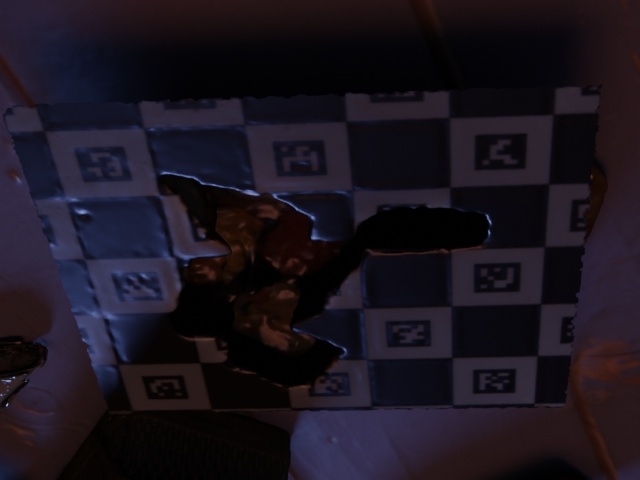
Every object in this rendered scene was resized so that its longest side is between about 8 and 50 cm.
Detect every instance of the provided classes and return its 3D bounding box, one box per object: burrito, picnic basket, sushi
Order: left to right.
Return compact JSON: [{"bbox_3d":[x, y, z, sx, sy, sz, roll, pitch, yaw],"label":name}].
[{"bbox_3d":[-0.277,0.124,1.196,0.055,0.041,0.149,14,136,-34],"label":"burrito"},{"bbox_3d":[-0.144,0.261,1.273,0.165,0.139,0.266,20,136,-19],"label":"picnic basket"},{"bbox_3d":[0.000,0.000,1.023,0.359,0.064,0.343,-1,140,5],"label":"sushi"}]

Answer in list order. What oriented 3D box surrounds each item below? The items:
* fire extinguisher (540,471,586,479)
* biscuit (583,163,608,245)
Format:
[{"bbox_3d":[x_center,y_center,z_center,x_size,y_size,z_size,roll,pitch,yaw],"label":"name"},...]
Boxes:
[{"bbox_3d":[0.092,0.299,1.353,0.344,0.102,0.138,-28,99,31],"label":"fire extinguisher"},{"bbox_3d":[0.154,-0.009,1.039,0.071,0.018,0.147,6,140,-6],"label":"biscuit"}]
